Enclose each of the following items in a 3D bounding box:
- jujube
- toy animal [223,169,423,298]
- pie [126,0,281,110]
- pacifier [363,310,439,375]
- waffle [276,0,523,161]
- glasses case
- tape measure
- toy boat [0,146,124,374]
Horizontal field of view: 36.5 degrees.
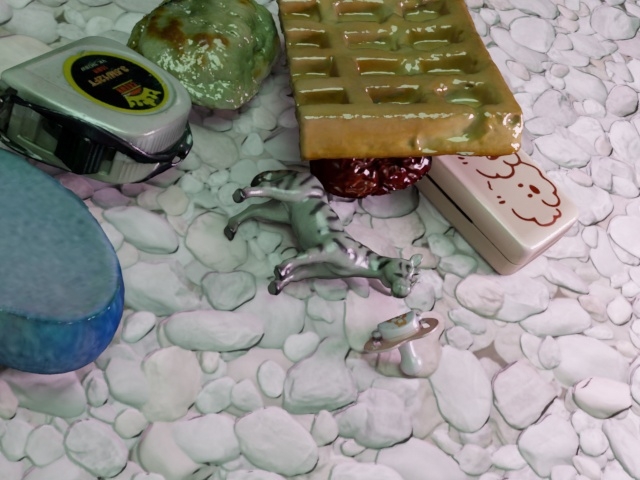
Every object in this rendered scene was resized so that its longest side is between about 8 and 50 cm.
[{"bbox_3d":[0.069,-0.103,1.316,0.166,0.104,0.104,0,56,3],"label":"jujube"},{"bbox_3d":[-0.008,0.011,1.233,0.255,0.090,0.170,42,49,8],"label":"toy animal"},{"bbox_3d":[-0.164,-0.280,1.365,0.201,0.090,0.248,26,49,2],"label":"pie"},{"bbox_3d":[0.105,0.130,1.211,0.099,0.081,0.078,-22,99,-5],"label":"pacifier"},{"bbox_3d":[0.098,-0.238,1.338,0.304,0.077,0.348,-4,44,-9],"label":"waffle"},{"bbox_3d":[0.207,-0.111,1.394,0.144,0.076,0.336,-33,73,-33],"label":"glasses case"},{"bbox_3d":[-0.278,-0.144,1.200,0.207,0.115,0.235,35,35,7],"label":"tape measure"},{"bbox_3d":[-0.358,0.029,1.089,0.330,0.123,0.215,38,38,18],"label":"toy boat"}]
